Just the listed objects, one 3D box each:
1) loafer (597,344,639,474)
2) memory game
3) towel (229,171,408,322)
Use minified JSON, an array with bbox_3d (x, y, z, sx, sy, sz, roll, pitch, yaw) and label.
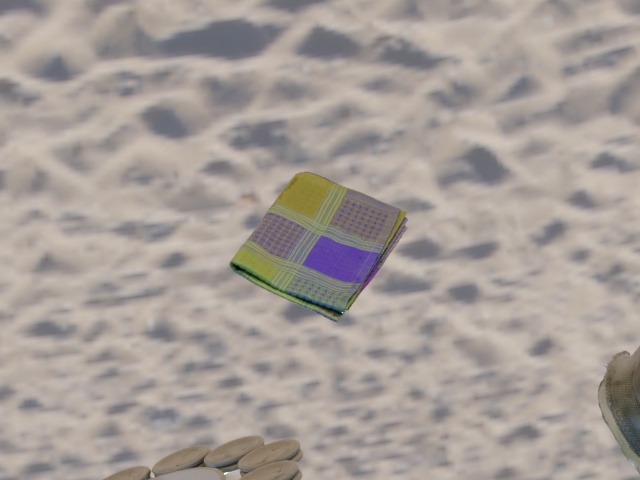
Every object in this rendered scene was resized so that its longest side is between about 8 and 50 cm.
[{"bbox_3d":[0.120,0.059,0.575,0.050,0.056,0.148,-37,165,18],"label":"loafer"},{"bbox_3d":[-0.095,0.149,0.920,0.186,0.012,0.186,-20,-170,4],"label":"memory game"},{"bbox_3d":[0.000,0.000,0.780,0.060,0.083,0.009,25,131,11],"label":"towel"}]
